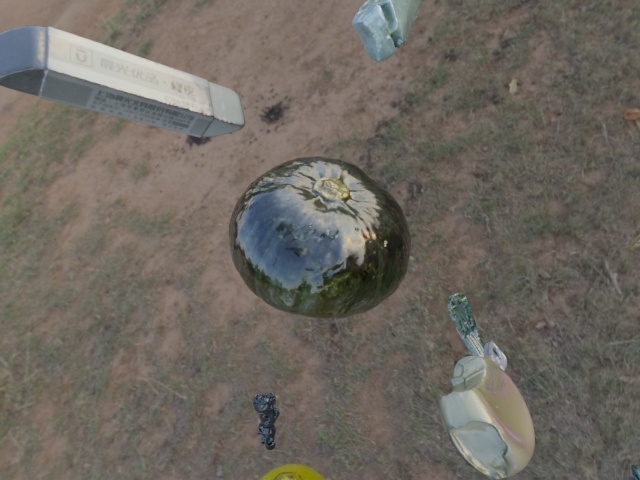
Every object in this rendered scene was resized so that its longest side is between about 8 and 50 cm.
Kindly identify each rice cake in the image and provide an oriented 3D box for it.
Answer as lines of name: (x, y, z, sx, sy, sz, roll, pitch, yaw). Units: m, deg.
rice cake: (0.115, -0.357, 0.670, 0.063, 0.066, 0.336, -13, 35, 32)

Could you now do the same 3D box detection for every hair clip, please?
hair clip: (0.386, 0.237, 1.188, 0.066, 0.229, 0.036, -28, 4, -23)

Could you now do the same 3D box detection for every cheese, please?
cheese: (0.278, 0.251, 0.762, 0.163, 0.286, 0.082, 49, 119, 0)

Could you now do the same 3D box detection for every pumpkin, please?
pumpkin: (0.000, 0.000, 1.153, 0.454, 0.344, 0.454, 10, 40, -8)

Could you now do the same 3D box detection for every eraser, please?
eraser: (-0.282, -0.228, 0.690, 0.061, 0.352, 0.089, -36, 59, 41)

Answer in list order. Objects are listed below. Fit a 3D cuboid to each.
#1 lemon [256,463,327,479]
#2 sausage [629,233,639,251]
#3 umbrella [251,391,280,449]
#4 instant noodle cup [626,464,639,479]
lemon: (-0.049, 0.490, 0.773, 0.184, 0.184, 0.248, 4, 108, 35)
sausage: (0.663, -0.024, 0.912, 0.024, 0.132, 0.024, 8, 48, -10)
umbrella: (-0.173, 0.597, 1.528, 0.080, 0.224, 0.071, -2, 23, 4)
instant noodle cup: (0.505, 0.470, 0.715, 0.070, 0.157, 0.179, -17, 17, 18)
